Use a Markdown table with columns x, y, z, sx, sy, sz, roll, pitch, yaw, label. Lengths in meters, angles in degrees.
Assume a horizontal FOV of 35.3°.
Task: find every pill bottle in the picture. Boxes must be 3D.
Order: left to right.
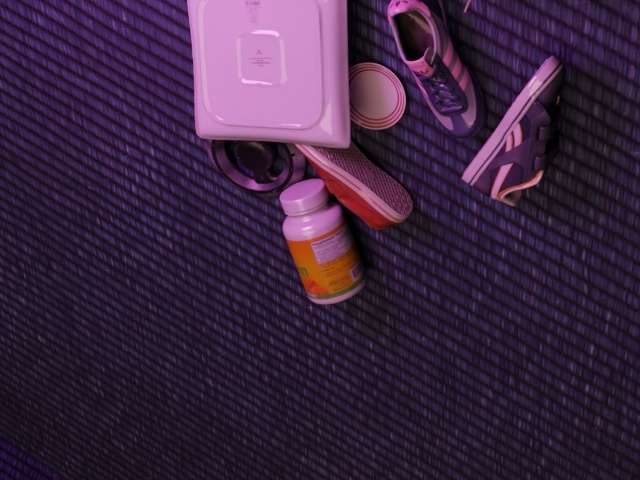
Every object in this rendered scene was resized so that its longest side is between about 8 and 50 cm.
| x | y | z | sx | sy | sz | roll | pitch | yaw | label |
| --- | --- | --- | --- | --- | --- | --- | --- | --- | --- |
| 0.000 | 0.000 | 2.141 | 0.136 | 0.136 | 0.245 | -6 | 117 | 30 | pill bottle |

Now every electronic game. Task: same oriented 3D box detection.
| x | y | z | sx | sy | sz | roll | pitch | yaw | label |
| --- | --- | --- | --- | --- | --- | --- | --- | --- | --- |
| -0.138 | -0.188 | 2.146 | 0.229 | 0.048 | 0.229 | 13 | 132 | 14 | electronic game |

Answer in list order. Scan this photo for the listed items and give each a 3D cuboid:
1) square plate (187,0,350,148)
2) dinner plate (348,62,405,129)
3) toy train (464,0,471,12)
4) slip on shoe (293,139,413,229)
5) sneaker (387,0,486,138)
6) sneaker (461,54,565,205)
| x | y | z | sx | sy | sz | roll | pitch | yaw | label |
| --- | --- | --- | --- | --- | --- | --- | --- | --- | --- |
| -0.111 | -0.351 | 1.933 | 0.347 | 0.049 | 0.344 | 6 | 110 | 24 | square plate |
| 0.103 | -0.286 | 1.982 | 0.141 | 0.017 | 0.141 | 13 | 126 | 19 | dinner plate |
| 0.222 | -0.502 | 1.676 | 0.143 | 0.105 | 0.248 | 48 | 157 | 15 | toy train |
| 0.038 | -0.141 | 2.049 | 0.331 | 0.123 | 0.101 | 41 | 133 | -9 | slip on shoe |
| 0.202 | -0.311 | 1.842 | 0.112 | 0.131 | 0.319 | -16 | 112 | 33 | sneaker |
| 0.383 | -0.192 | 1.835 | 0.127 | 0.126 | 0.321 | 36 | 140 | 7 | sneaker |
